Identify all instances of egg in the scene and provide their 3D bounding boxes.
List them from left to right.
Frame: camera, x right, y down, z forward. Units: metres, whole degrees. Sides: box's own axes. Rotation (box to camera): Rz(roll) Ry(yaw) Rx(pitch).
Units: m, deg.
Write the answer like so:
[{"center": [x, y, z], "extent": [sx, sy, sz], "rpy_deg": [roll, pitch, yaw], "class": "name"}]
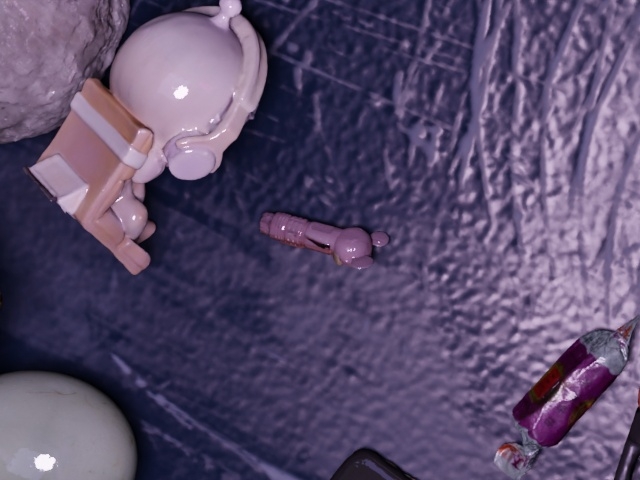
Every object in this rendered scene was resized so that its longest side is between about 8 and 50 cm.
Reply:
[{"center": [-0.247, 0.184, 1.664], "extent": [0.192, 0.149, 0.149], "rpy_deg": [-2, 92, 25], "class": "egg"}]

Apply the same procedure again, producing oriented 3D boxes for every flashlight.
[{"center": [0.000, 0.000, 1.647], "extent": [0.110, 0.052, 0.031], "rpy_deg": [15, 132, 21], "class": "flashlight"}]

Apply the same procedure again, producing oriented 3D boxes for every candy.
[{"center": [0.198, 0.124, 1.592], "extent": [0.043, 0.045, 0.175], "rpy_deg": [35, 102, -23], "class": "candy"}]

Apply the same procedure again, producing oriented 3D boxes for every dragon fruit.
[{"center": [-0.330, -0.188, 1.637], "extent": [0.283, 0.221, 0.204], "rpy_deg": [26, 94, 10], "class": "dragon fruit"}]

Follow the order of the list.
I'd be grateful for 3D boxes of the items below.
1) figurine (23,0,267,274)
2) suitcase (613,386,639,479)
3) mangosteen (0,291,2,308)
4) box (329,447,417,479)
[{"center": [-0.128, -0.098, 1.631], "extent": [0.236, 0.141, 0.162], "rpy_deg": [-52, 46, 3], "class": "figurine"}, {"center": [0.323, 0.231, 1.548], "extent": [0.206, 0.066, 0.285], "rpy_deg": [18, 98, 13], "class": "suitcase"}, {"center": [-0.422, 0.051, 1.631], "extent": [0.311, 0.311, 0.311], "rpy_deg": [1, 93, 16], "class": "mangosteen"}, {"center": [0.048, 0.253, 1.650], "extent": [0.125, 0.027, 0.126], "rpy_deg": [35, 103, 14], "class": "box"}]
